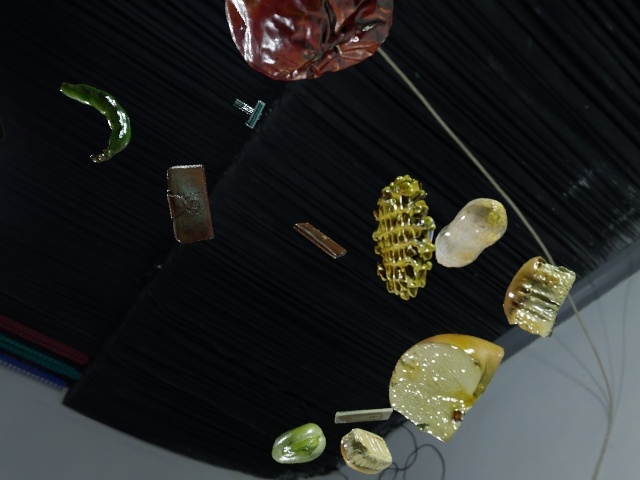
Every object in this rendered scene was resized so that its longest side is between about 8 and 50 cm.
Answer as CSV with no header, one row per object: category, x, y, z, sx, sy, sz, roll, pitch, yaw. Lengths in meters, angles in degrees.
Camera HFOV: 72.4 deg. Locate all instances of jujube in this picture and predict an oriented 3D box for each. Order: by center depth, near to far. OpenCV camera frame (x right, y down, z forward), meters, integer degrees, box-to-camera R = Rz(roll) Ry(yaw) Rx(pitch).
jujube,-0.019,-0.354,0.658,0.232,0.213,0.213,-23,8,-20

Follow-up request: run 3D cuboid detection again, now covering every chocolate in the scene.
chocolate,0.416,-0.016,1.233,0.309,0.134,0.134,109,-176,-61

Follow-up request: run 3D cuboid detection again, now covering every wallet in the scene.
wallet,0.000,0.000,1.421,0.095,0.176,0.026,-13,-45,-62
wallet,-0.436,-0.120,1.458,0.031,0.137,0.255,3,101,55

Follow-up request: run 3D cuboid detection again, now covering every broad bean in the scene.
broad bean,-0.056,0.515,1.097,0.174,0.124,0.082,-47,61,45
broad bean,-0.643,-0.362,1.281,0.144,0.292,0.049,-23,-15,-27

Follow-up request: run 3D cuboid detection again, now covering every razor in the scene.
razor,-0.186,-0.339,1.140,0.068,0.037,0.191,-59,34,9

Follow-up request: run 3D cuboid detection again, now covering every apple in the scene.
apple,0.381,0.405,1.287,0.252,0.314,0.309,-120,45,-63

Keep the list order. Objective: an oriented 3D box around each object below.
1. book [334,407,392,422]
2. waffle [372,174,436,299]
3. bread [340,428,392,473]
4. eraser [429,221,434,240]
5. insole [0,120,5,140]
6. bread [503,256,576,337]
book,0.150,0.622,1.551,0.138,0.198,0.016,90,176,-57
waffle,0.156,-0.006,0.859,0.229,0.051,0.232,-111,23,-50
bread,0.171,0.817,1.691,0.106,0.236,0.140,-43,38,14
eraser,0.301,-0.018,1.304,0.027,0.063,0.085,44,-122,-65
insole,-0.611,-0.255,0.795,0.002,0.053,0.153,21,121,47
bread,0.676,0.190,1.383,0.133,0.174,0.252,-11,-57,-53
